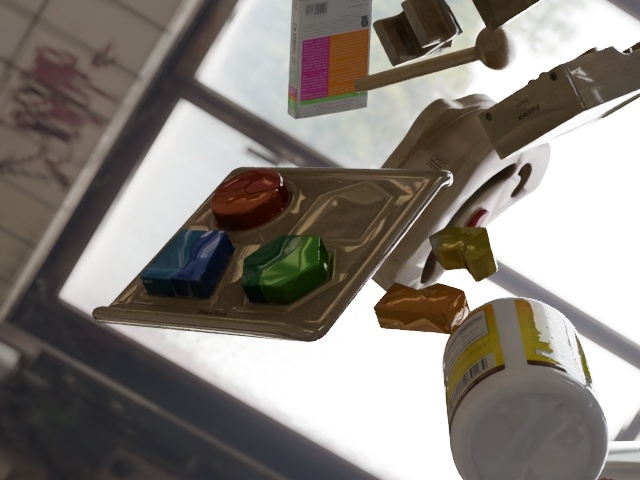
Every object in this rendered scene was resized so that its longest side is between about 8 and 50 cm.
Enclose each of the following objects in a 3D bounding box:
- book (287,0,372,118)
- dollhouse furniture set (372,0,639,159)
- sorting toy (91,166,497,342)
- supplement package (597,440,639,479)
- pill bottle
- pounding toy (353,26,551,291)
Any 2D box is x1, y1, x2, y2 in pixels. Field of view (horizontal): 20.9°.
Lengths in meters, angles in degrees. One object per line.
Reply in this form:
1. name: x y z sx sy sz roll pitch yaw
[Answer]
1. book: 0.010 -0.214 1.967 0.035 0.096 0.144 40 -45 46
2. dollhouse furniture set: 0.175 -0.211 1.459 0.161 0.242 0.212 -22 174 -45
3. sorting toy: 0.000 0.000 1.301 0.307 0.041 0.229 3 -145 37
4. supplement package: 0.394 0.353 2.197 0.293 0.175 0.177 -9 -91 43
5. pill bottle: 0.154 0.117 1.350 0.117 0.117 0.215 -57 -172 16
6. pounding toy: 0.104 -0.077 1.613 0.269 0.155 0.154 -53 155 8
